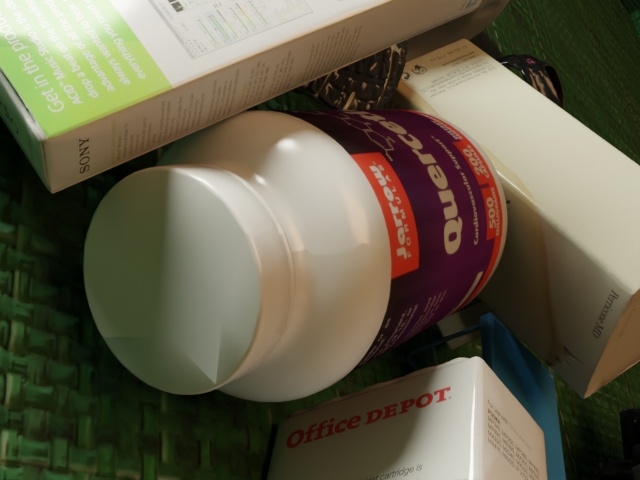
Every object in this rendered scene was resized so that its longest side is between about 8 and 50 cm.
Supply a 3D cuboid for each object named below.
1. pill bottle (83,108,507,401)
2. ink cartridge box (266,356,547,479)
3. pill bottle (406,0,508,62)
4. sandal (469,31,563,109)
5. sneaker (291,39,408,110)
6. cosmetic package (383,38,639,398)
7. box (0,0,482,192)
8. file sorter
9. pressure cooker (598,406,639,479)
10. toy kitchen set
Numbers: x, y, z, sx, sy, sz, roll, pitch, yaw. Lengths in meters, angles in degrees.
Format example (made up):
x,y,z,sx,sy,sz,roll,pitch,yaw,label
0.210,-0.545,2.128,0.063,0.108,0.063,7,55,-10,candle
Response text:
x,y,z,sx,sy,sz,roll,pitch,yaw,label
0.000,0.000,0.568,0.323,0.181,0.181,-16,81,-59,pill bottle
0.044,0.209,0.491,0.100,0.172,0.237,47,35,-29,ink cartridge box
0.018,-0.373,0.827,0.224,0.224,0.392,-15,81,-58,pill bottle
0.364,-0.201,1.330,0.446,0.107,0.167,42,37,-32,sandal
-0.049,-0.180,0.658,0.283,0.122,0.110,11,100,-40,sneaker
0.182,-0.030,0.742,0.113,0.160,0.309,-26,53,-22,cosmetic package
-0.076,-0.189,0.502,0.322,0.058,0.232,-28,71,-27,box
0.142,0.177,0.725,0.118,0.104,0.170,42,38,-33,file sorter
0.552,0.328,0.941,0.370,0.375,0.420,6,69,-13,pressure cooker
0.164,0.004,0.909,0.166,0.122,0.207,63,11,-1,toy kitchen set
